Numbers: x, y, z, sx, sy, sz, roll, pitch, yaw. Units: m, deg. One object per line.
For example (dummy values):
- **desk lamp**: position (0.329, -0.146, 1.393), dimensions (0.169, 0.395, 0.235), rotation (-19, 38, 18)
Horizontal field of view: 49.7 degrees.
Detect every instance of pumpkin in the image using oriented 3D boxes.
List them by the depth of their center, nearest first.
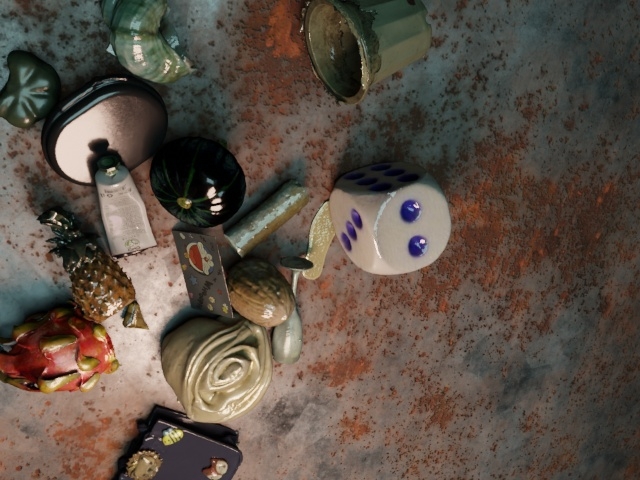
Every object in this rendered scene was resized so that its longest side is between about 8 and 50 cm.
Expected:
- **pumpkin**: position (-0.296, -0.167, 1.755), dimensions (0.248, 0.248, 0.247), rotation (-7, 112, -17)

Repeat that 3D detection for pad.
- **pad**: position (-0.317, 0.091, 1.868), dimensions (0.006, 0.170, 0.245), rotation (-35, 124, -46)

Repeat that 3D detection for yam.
- **yam**: position (-0.146, -0.063, 1.899), dimensions (0.259, 0.093, 0.093), rotation (-40, 117, -3)

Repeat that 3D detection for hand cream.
- **hand cream**: position (-0.495, -0.072, 1.732), dimensions (0.121, 0.076, 0.336), rotation (-12, 140, -11)

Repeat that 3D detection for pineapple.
- **pineapple**: position (-0.591, 0.048, 1.735), dimensions (0.141, 0.170, 0.310), rotation (-29, 98, 20)

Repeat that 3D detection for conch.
- **conch**: position (-0.407, -0.491, 1.605), dimensions (0.277, 0.220, 0.195), rotation (42, 118, -5)

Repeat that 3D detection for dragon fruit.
- **dragon fruit**: position (-0.686, 0.287, 1.786), dimensions (0.307, 0.243, 0.227), rotation (18, 133, 13)

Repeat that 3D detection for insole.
- **insole**: position (0.000, 0.000, 2.017), dimensions (0.081, 0.011, 0.247), rotation (9, 107, -22)

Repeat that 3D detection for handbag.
- **handbag**: position (-0.515, -0.266, 1.651), dimensions (0.308, 0.093, 0.253), rotation (-36, 140, -3)
- **handbag**: position (-0.431, 0.678, 2.063), dimensions (0.329, 0.122, 0.303), rotation (27, 99, -24)

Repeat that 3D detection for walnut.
- **walnut**: position (-0.163, 0.146, 1.888), dimensions (0.178, 0.230, 0.178), rotation (-29, 140, -28)

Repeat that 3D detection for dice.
- **dice**: position (0.189, -0.066, 1.918), dimensions (0.243, 0.259, 0.251), rotation (-23, 115, -16)

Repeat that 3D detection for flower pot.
- **flower pot**: position (0.125, -0.515, 1.744), dimensions (0.259, 0.290, 0.290), rotation (-28, 117, -20)

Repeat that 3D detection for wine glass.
- **wine glass**: position (-0.049, 0.235, 1.947), dimensions (0.096, 0.264, 0.309), rotation (-2, 110, -27)

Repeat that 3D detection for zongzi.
- **zongzi**: position (-0.498, 0.208, 1.909), dimensions (0.083, 0.040, 0.076), rotation (16, 97, -36)

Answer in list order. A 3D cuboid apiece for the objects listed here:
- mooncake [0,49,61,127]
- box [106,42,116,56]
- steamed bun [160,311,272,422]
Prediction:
- **mooncake**: position (-0.689, -0.349, 1.596), dimensions (0.169, 0.104, 0.175), rotation (-6, 108, -10)
- **box**: position (-0.472, -0.458, 1.679), dimensions (0.083, 0.012, 0.046), rotation (28, 98, -26)
- **steamed bun**: position (-0.279, 0.378, 1.944), dimensions (0.310, 0.219, 0.324), rotation (-13, 113, -14)
